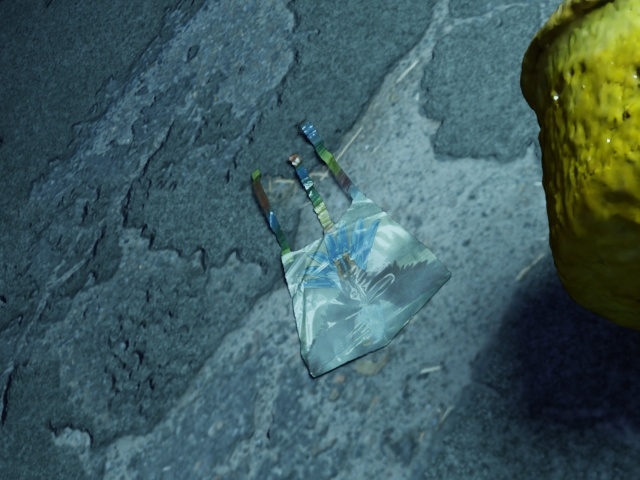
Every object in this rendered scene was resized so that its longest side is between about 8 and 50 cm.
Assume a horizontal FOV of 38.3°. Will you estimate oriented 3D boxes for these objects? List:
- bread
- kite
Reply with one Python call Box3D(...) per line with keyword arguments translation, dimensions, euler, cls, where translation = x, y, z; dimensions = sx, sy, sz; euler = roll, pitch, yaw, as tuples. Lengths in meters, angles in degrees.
Box3D(translation=(0.313, -0.049, 0.568), dimensions=(0.358, 0.337, 0.204), euler=(-10, 65, 38), cls="bread")
Box3D(translation=(-0.001, -0.001, 0.974), dimensions=(0.169, 0.015, 0.310), euler=(-42, 48, 8), cls="kite")
